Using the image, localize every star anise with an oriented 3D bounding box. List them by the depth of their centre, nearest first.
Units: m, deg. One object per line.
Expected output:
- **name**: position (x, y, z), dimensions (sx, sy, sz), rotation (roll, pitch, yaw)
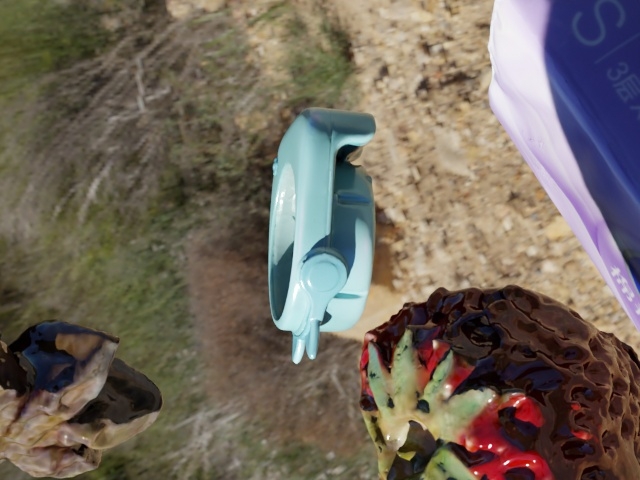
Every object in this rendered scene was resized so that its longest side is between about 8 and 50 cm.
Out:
- **star anise**: position (-0.304, 0.166, 1.101), dimensions (0.315, 0.315, 0.108), rotation (-58, 42, 37)

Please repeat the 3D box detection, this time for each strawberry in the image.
- **strawberry**: position (0.221, 0.203, 1.273), dimensions (0.317, 0.345, 0.295), rotation (56, 128, 36)

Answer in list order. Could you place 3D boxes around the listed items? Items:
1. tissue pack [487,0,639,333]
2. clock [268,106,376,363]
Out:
- **tissue pack**: position (0.263, -0.012, 0.544), dimensions (0.338, 0.242, 0.160), rotation (60, 178, 21)
- **clock**: position (0.000, 0.000, 1.326), dimensions (0.223, 0.094, 0.274), rotation (146, 126, -77)
